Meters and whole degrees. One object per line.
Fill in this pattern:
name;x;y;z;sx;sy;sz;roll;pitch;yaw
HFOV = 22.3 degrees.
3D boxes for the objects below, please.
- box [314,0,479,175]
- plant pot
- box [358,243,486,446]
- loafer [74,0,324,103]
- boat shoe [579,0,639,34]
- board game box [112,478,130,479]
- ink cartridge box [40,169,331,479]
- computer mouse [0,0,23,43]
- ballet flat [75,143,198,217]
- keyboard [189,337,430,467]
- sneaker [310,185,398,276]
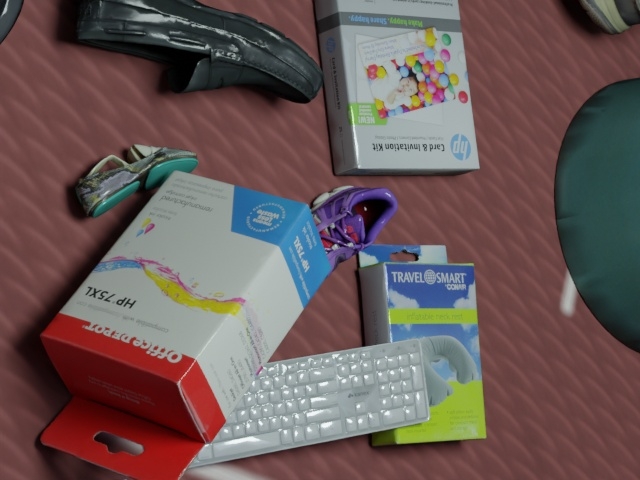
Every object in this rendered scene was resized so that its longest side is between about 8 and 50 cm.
box;0.068;-0.152;1.467;0.145;0.038;0.186;-1;83;-37
plant pot;0.415;-0.040;1.580;0.293;0.235;0.293;7;77;-36
box;0.090;0.089;1.433;0.109;0.042;0.178;1;81;-37
loafer;-0.099;-0.153;1.322;0.223;0.076;0.078;22;75;-28
boat shoe;0.334;-0.382;1.632;0.132;0.130;0.355;13;77;-62
board game box;-0.084;0.367;1.225;0.233;0.078;0.347;15;73;-34
ink cartridge box;-0.110;0.062;1.221;0.231;0.134;0.078;-55;144;-31
computer mouse;-0.275;-0.251;1.188;0.188;0.072;0.272;-7;83;1
ballet flat;-0.148;-0.056;1.288;0.114;0.041;0.041;-28;98;-38
keyboard;-0.024;0.133;1.329;0.256;0.014;0.072;-7;85;-26
sneaker;0.000;0.000;1.365;0.170;0.071;0.068;-43;107;-34
